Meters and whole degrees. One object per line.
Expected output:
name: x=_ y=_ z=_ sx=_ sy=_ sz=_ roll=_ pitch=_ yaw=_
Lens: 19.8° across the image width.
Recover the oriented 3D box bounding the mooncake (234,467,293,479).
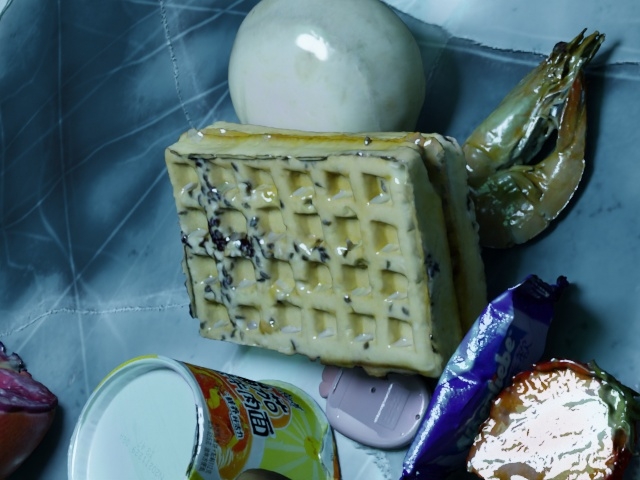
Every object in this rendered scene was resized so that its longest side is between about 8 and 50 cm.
mooncake: x=0.007 y=0.358 z=1.794 sx=0.290 sy=0.290 sz=0.161 roll=33 pitch=93 yaw=45

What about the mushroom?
mushroom: x=0.016 y=-0.183 z=2.115 sx=0.246 sy=0.202 sz=0.246 roll=14 pitch=116 yaw=31

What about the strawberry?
strawberry: x=0.234 y=0.197 z=1.804 sx=0.187 sy=0.082 sz=0.147 roll=-24 pitch=58 yaw=18

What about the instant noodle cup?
instant noodle cup: x=-0.143 y=0.251 z=2.031 sx=0.264 sy=0.200 sz=0.264 roll=-19 pitch=58 yaw=35

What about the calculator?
calculator: x=0.056 y=0.172 z=2.019 sx=0.166 sy=0.024 sz=0.103 roll=19 pitch=83 yaw=44

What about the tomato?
tomato: x=-0.509 y=0.212 z=2.318 sx=0.335 sy=0.289 sz=0.176 roll=30 pitch=99 yaw=47

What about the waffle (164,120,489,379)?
waffle: x=0.000 y=0.000 z=2.003 sx=0.376 sy=0.114 sz=0.261 roll=8 pitch=117 yaw=42

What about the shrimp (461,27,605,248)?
shrimp: x=0.233 y=-0.110 z=1.980 sx=0.145 sy=0.061 sz=0.267 roll=34 pitch=90 yaw=36

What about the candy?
candy: x=0.164 y=0.146 z=1.862 sx=0.070 sy=0.145 sz=0.275 roll=34 pitch=93 yaw=24
